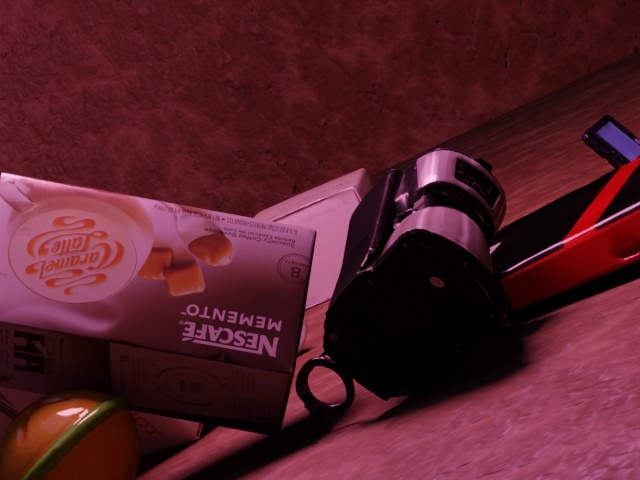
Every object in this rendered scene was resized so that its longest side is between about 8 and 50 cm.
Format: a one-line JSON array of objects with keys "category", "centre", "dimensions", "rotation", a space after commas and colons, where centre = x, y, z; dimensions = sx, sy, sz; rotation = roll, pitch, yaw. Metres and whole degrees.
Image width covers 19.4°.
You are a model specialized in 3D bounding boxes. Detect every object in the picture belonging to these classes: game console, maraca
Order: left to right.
[{"category": "maraca", "centre": [-0.189, 0.171, 1.391], "dimensions": [0.127, 0.099, 0.186], "rotation": [-40, -11, -23]}, {"category": "game console", "centre": [0.269, -0.023, 1.611], "dimensions": [0.342, 0.060, 0.386], "rotation": [-28, 2, 20]}, {"category": "game console", "centre": [0.359, -0.115, 2.063], "dimensions": [0.071, 0.107, 0.122], "rotation": [-53, -9, 24]}]

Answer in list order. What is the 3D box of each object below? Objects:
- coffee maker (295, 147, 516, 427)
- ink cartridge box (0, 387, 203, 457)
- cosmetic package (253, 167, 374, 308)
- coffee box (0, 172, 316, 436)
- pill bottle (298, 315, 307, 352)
[{"category": "coffee maker", "centre": [0.058, 0.027, 1.400], "dimensions": [0.171, 0.120, 0.178], "rotation": [-23, 18, 17]}, {"category": "ink cartridge box", "centre": [-0.257, 0.106, 1.630], "dimensions": [0.283, 0.207, 0.117], "rotation": [-21, 38, 33]}, {"category": "cosmetic package", "centre": [0.000, 0.000, 2.288], "dimensions": [0.160, 0.113, 0.309], "rotation": [-23, 4, 5]}, {"category": "coffee box", "centre": [-0.136, 0.049, 1.420], "dimensions": [0.246, 0.141, 0.098], "rotation": [11, -37, -1]}, {"category": "pill bottle", "centre": [-0.068, 0.092, 1.848], "dimensions": [0.067, 0.067, 0.120], "rotation": [-26, 5, -30]}]
